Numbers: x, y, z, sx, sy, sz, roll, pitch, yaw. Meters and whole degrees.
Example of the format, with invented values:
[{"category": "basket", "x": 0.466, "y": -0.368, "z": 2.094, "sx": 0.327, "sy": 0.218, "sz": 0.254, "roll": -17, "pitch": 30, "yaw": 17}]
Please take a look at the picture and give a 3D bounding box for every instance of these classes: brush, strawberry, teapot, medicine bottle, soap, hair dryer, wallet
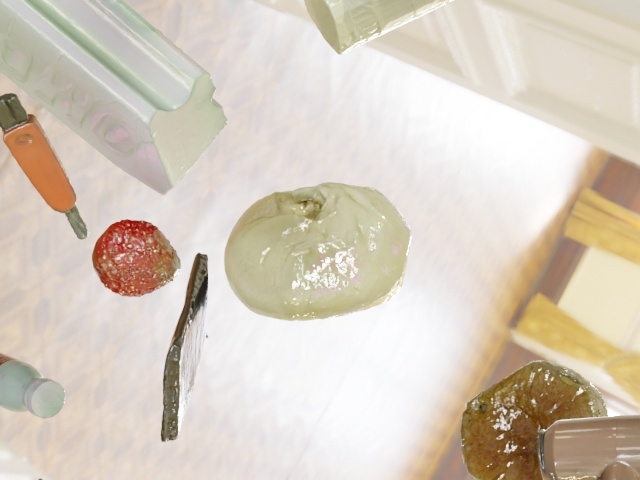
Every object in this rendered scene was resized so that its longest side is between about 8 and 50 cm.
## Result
[{"category": "brush", "x": -0.506, "y": -0.130, "z": 1.894, "sx": 0.070, "sy": 0.051, "sz": 0.323, "roll": -23, "pitch": 124, "yaw": -2}, {"category": "strawberry", "x": -0.217, "y": 0.021, "z": 1.236, "sx": 0.106, "sy": 0.106, "sz": 0.106, "roll": -46, "pitch": 152, "yaw": -33}, {"category": "teapot", "x": 0.084, "y": -0.257, "z": 0.925, "sx": 0.200, "sy": 0.077, "sz": 0.107, "roll": -28, "pitch": 150, "yaw": -9}, {"category": "medicine bottle", "x": -0.544, "y": 0.262, "z": 1.855, "sx": 0.090, "sy": 0.216, "sz": 0.091, "roll": -9, "pitch": 103, "yaw": -44}, {"category": "soap", "x": -0.282, "y": -0.216, "z": 1.287, "sx": 0.115, "sy": 0.347, "sz": 0.208, "roll": -55, "pitch": -166, "yaw": -21}, {"category": "hair dryer", "x": 0.225, "y": 0.206, "z": 0.801, "sx": 0.182, "sy": 0.117, "sz": 0.064, "roll": -62, "pitch": 138, "yaw": -56}, {"category": "wallet", "x": -0.179, "y": 0.138, "z": 1.398, "sx": 0.285, "sy": 0.030, "sz": 0.146, "roll": -86, "pitch": -177, "yaw": -66}]

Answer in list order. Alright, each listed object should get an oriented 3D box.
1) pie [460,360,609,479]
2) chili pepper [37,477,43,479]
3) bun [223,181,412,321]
[{"category": "pie", "x": 0.264, "y": 0.246, "z": 1.262, "sx": 0.046, "sy": 0.195, "sz": 0.195, "roll": 22, "pitch": 96, "yaw": -52}, {"category": "chili pepper", "x": -0.325, "y": 0.526, "z": 1.545, "sx": 0.091, "sy": 0.368, "sz": 0.137, "roll": -27, "pitch": 158, "yaw": -29}, {"category": "bun", "x": 0.000, "y": 0.000, "z": 1.908, "sx": 0.361, "sy": 0.361, "sz": 0.213, "roll": -34, "pitch": 124, "yaw": -48}]
